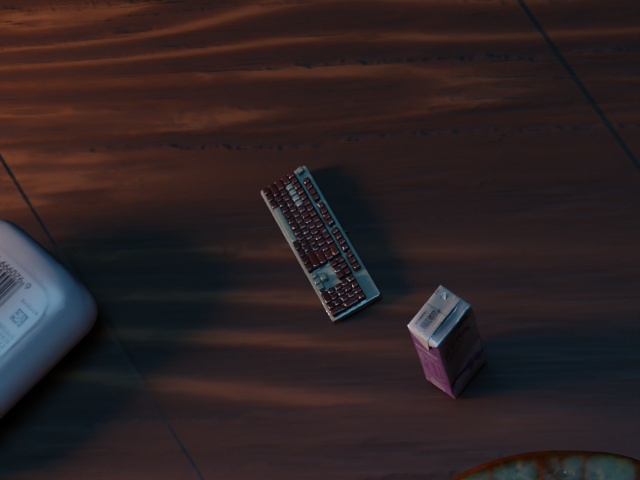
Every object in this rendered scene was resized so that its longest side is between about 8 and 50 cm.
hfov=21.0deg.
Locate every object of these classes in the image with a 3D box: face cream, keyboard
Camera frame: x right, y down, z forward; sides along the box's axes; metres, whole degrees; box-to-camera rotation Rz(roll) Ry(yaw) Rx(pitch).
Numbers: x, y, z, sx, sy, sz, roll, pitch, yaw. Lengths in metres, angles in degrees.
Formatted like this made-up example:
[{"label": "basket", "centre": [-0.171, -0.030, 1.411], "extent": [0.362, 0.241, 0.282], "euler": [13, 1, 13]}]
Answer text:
[{"label": "face cream", "centre": [-0.368, 0.135, 1.598], "extent": [0.163, 0.080, 0.337], "euler": [37, 75, 28]}, {"label": "keyboard", "centre": [0.000, 0.000, 1.617], "extent": [0.055, 0.017, 0.166], "euler": [-28, 58, -3]}]

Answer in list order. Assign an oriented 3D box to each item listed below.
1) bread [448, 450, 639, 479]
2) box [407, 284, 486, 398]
[{"label": "bread", "centre": [0.183, 0.305, 1.301], "extent": [0.327, 0.114, 0.295], "euler": [-16, 51, -14]}, {"label": "box", "centre": [0.109, 0.089, 1.480], "extent": [0.036, 0.117, 0.051], "euler": [33, 75, 25]}]
